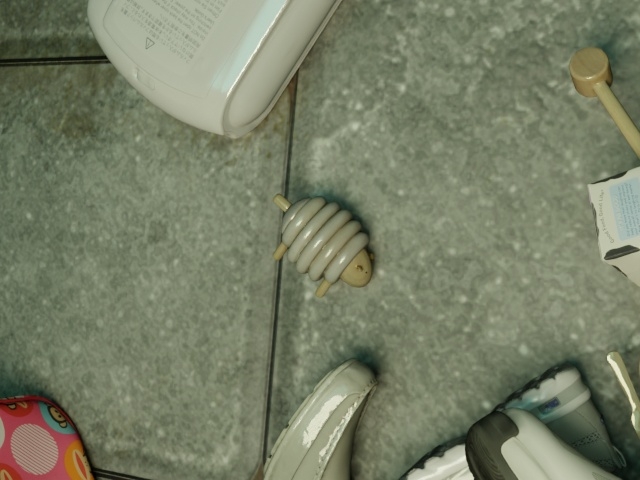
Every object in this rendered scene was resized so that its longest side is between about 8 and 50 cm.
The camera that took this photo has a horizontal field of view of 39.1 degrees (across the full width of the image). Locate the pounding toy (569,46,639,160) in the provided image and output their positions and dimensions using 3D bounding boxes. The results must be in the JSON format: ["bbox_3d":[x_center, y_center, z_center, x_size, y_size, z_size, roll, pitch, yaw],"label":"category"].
[{"bbox_3d":[0.319,-0.119,0.765,0.206,0.094,0.181,17,81,26],"label":"pounding toy"}]

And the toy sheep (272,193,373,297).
[{"bbox_3d":[0.000,0.000,0.926,0.132,0.091,0.091,39,103,4],"label":"toy sheep"}]

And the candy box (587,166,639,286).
[{"bbox_3d":[0.335,-0.019,0.701,0.196,0.164,0.070,-21,59,33],"label":"candy box"}]

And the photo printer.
[{"bbox_3d":[-0.106,-0.283,0.983,0.256,0.107,0.308,39,103,23],"label":"photo printer"}]

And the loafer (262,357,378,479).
[{"bbox_3d":[-0.008,0.270,0.903,0.111,0.112,0.320,28,106,19],"label":"loafer"}]

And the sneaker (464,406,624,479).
[{"bbox_3d":[0.336,0.255,0.701,0.257,0.169,0.447,-41,76,-10],"label":"sneaker"}]

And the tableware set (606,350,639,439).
[{"bbox_3d":[0.342,0.161,0.778,0.128,0.039,0.194,-24,82,10],"label":"tableware set"}]

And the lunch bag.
[{"bbox_3d":[-0.351,0.319,0.973,0.120,0.258,0.293,-31,73,20],"label":"lunch bag"}]

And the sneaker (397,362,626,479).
[{"bbox_3d":[0.147,0.236,0.828,0.281,0.105,0.115,-41,77,21],"label":"sneaker"}]
